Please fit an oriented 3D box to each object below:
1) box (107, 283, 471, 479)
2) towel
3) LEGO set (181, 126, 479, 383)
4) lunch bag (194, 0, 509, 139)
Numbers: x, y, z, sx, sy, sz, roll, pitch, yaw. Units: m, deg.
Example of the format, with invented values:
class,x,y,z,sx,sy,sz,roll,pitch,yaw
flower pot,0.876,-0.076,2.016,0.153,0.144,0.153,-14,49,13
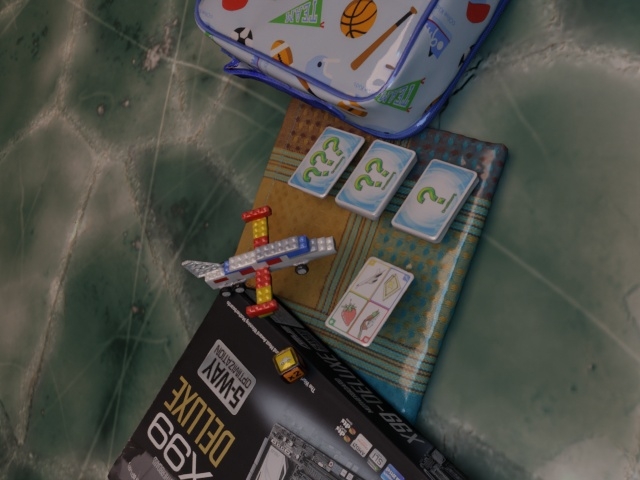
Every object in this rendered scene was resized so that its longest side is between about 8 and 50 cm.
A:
class,x,y,z,sx,sy,sz,roll,pitch,yaw
box,-0.038,0.222,0.721,0.307,0.077,0.242,40,102,36
towel,0.011,0.053,0.802,0.272,0.040,0.370,21,91,36
LEGO set,0.000,0.000,0.713,0.183,0.060,0.244,24,72,35
lunch bag,0.020,-0.242,0.795,0.303,0.115,0.243,33,95,36
